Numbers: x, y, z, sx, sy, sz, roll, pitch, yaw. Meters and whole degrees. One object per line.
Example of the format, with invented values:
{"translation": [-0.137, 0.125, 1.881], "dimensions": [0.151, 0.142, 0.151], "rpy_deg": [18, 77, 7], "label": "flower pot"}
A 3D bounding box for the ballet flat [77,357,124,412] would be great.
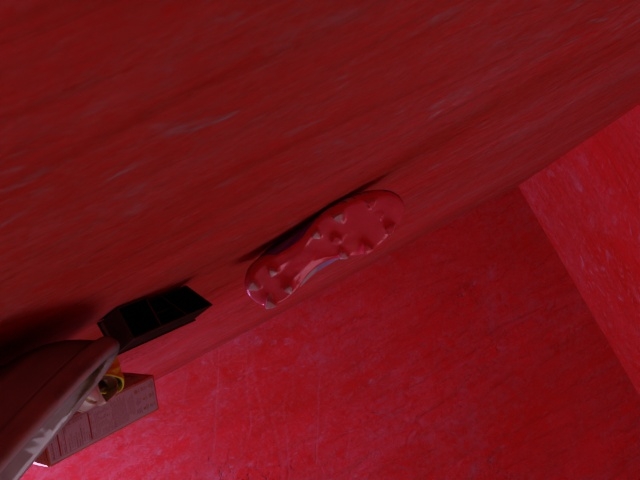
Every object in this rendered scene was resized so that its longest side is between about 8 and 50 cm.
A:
{"translation": [-0.342, 0.208, 1.180], "dimensions": [0.077, 0.077, 0.231], "rpy_deg": [-30, 174, 5], "label": "ballet flat"}

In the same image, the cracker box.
{"translation": [-0.398, 0.278, 1.305], "dimensions": [0.155, 0.067, 0.232], "rpy_deg": [-1, -170, 34], "label": "cracker box"}

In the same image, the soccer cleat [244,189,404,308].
{"translation": [0.000, 0.000, 1.094], "dimensions": [0.248, 0.083, 0.095], "rpy_deg": [-35, -158, 14], "label": "soccer cleat"}

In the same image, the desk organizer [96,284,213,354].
{"translation": [-0.199, 0.090, 0.991], "dimensions": [0.130, 0.047, 0.050], "rpy_deg": [-23, 169, -48], "label": "desk organizer"}

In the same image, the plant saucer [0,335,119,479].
{"translation": [-0.363, 0.231, 0.797], "dimensions": [0.400, 0.100, 0.400], "rpy_deg": [-50, -177, 3], "label": "plant saucer"}
